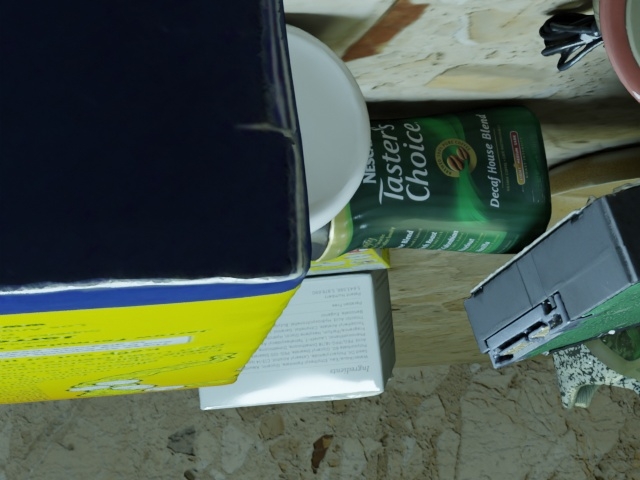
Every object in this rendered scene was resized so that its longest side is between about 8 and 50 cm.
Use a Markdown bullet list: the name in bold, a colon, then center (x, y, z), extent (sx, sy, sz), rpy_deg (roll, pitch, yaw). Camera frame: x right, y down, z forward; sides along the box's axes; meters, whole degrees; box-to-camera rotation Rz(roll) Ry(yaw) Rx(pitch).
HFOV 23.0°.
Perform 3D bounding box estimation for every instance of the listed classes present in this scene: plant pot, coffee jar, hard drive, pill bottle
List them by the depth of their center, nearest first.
- **pill bottle**: center (-0.057, -0.039, 0.878), extent (0.117, 0.118, 0.208), rpy_deg (-2, 171, -17)
- **coffee jar**: center (0.050, -0.037, 1.011), extent (0.184, 0.096, 0.079), rpy_deg (-3, 165, -15)
- **hard drive**: center (0.285, -0.011, 1.026), extent (0.339, 0.064, 0.237), rpy_deg (-16, 168, -18)
- **plant pot**: center (0.275, -0.046, 1.270), extent (0.236, 0.032, 0.236), rpy_deg (-4, 171, -1)

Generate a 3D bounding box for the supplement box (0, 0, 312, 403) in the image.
- **supplement box**: center (-0.119, -0.050, 0.540), extent (0.195, 0.194, 0.356), rpy_deg (-3, 171, -7)

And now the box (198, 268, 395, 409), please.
- **box**: center (-0.023, 0.088, 1.562), extent (0.181, 0.119, 0.181), rpy_deg (-6, -176, 7)

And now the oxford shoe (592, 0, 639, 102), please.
- **oxford shoe**: center (0.274, -0.129, 0.607), extent (0.348, 0.123, 0.130), rpy_deg (-6, -163, 4)

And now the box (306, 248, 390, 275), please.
- **box**: center (0.000, 0.000, 1.389), extent (0.105, 0.043, 0.179), rpy_deg (-5, 173, 8)

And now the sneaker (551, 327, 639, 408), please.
- **sneaker**: center (0.451, 0.142, 2.000), extent (0.158, 0.182, 0.410), rpy_deg (0, 174, -41)

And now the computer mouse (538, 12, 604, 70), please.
- **computer mouse**: center (0.218, -0.105, 0.843), extent (0.193, 0.042, 0.106), rpy_deg (11, 159, -36)
